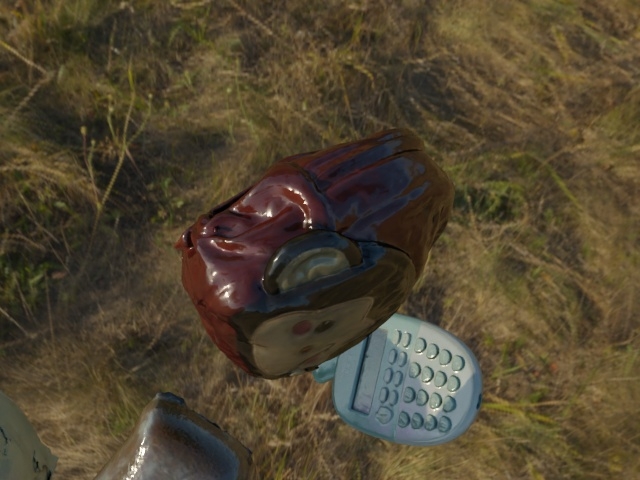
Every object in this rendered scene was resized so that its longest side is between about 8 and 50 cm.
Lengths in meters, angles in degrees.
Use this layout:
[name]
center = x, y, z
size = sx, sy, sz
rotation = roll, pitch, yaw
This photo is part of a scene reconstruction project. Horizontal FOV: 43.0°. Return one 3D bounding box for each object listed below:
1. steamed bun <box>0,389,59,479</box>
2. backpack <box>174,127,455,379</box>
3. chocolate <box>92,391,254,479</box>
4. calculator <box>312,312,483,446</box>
[steamed bun]
center = -0.466, 0.319, 0.980
size = 0.233, 0.311, 0.333
rotation = -1, 44, 8
[backpack]
center = 0.002, 0.002, 0.614
size = 0.229, 0.229, 0.139
rotation = -30, 69, -16
[chocolate]
center = -0.188, 0.312, 0.905
size = 0.161, 0.083, 0.261
rotation = 32, 105, -8
[calculator]
center = 0.106, 0.200, 1.198
size = 0.295, 0.042, 0.184
rotation = 10, 85, 41
